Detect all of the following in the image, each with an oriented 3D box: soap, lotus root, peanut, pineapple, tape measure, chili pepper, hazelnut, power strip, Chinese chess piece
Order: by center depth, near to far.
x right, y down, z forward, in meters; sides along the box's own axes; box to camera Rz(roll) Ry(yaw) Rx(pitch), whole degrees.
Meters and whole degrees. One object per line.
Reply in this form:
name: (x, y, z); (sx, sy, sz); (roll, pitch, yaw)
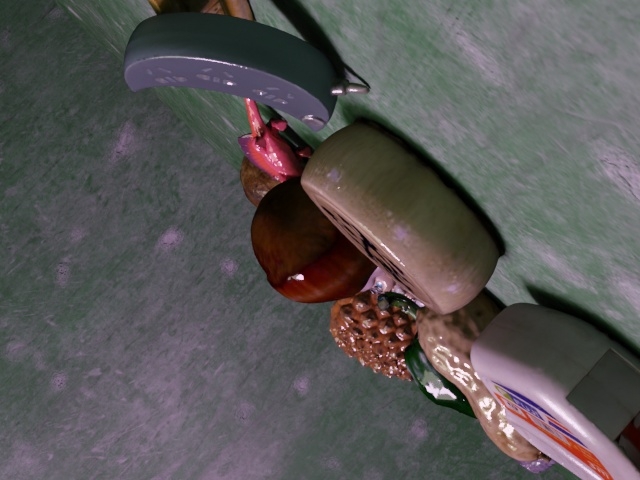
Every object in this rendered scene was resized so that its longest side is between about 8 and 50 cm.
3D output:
power strip: (-0.077, -0.170, 0.928); (0.253, 0.054, 0.167); (12, 170, -4)
soap: (-0.128, -0.253, 0.944); (0.037, 0.092, 0.252); (46, 176, 13)
tape measure: (0.317, 0.195, 1.060); (0.265, 0.130, 0.258); (52, 169, -30)
Chinese chess piece: (0.093, -0.026, 1.076); (0.257, 0.104, 0.257); (44, 176, 4)
peanut: (0.271, 0.188, 1.350); (0.291, 0.159, 0.143); (52, -148, 7)
hazelnut: (0.000, 0.000, 1.426); (0.229, 0.229, 0.229); (43, 176, 4)
chili pepper: (0.211, 0.170, 1.509); (0.261, 0.165, 0.174); (55, -160, 14)
lotus root: (-0.060, -0.096, 1.657); (0.214, 0.138, 0.138); (40, 175, 29)
pineapple: (0.205, 0.208, 1.815); (0.357, 0.223, 0.223); (31, 170, 32)

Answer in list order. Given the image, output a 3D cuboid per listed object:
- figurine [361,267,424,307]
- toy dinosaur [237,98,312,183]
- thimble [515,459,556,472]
figurine: (0.116, 0.060, 1.700); (0.229, 0.112, 0.137); (33, 170, -2)
toy dinosaur: (-0.106, -0.171, 1.522); (0.286, 0.070, 0.139); (48, 161, -25)
thimble: (0.390, 0.336, 1.627); (0.098, 0.150, 0.150); (42, 176, 1)
